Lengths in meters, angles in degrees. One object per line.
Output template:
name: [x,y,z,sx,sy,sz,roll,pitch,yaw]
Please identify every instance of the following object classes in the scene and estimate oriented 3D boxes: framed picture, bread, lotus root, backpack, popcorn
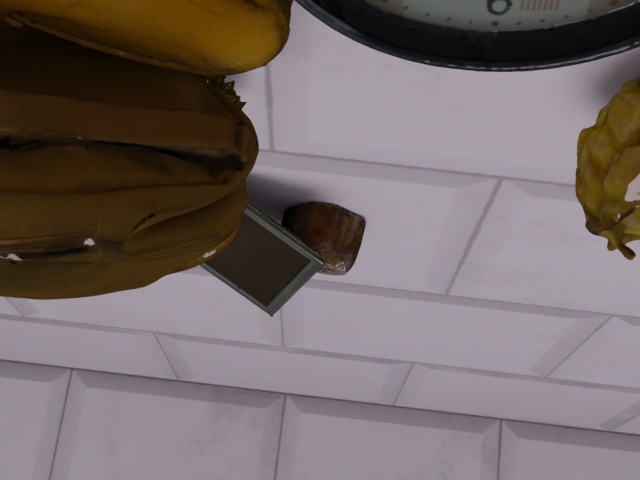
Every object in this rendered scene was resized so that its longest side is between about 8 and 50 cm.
framed picture: [-0.123,0.004,1.424,0.231,0.018,0.293,36,156,-4]
bread: [-0.132,-0.225,0.742,0.269,0.143,0.195,16,159,-29]
lotus root: [-0.002,0.000,1.425,0.122,0.081,0.112,22,163,-35]
backpack: [-0.253,-0.079,0.830,0.378,0.201,0.353,-5,-147,-36]
popcorn: [0.373,-0.068,0.946,0.250,0.190,0.250,0,157,0]

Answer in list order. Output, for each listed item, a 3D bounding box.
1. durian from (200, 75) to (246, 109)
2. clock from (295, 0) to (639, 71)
durian: [-0.185,-0.138,1.071,0.224,0.078,0.140,-21,160,24]
clock: [0.124,-0.247,0.595,0.386,0.076,0.386,1,149,1]
